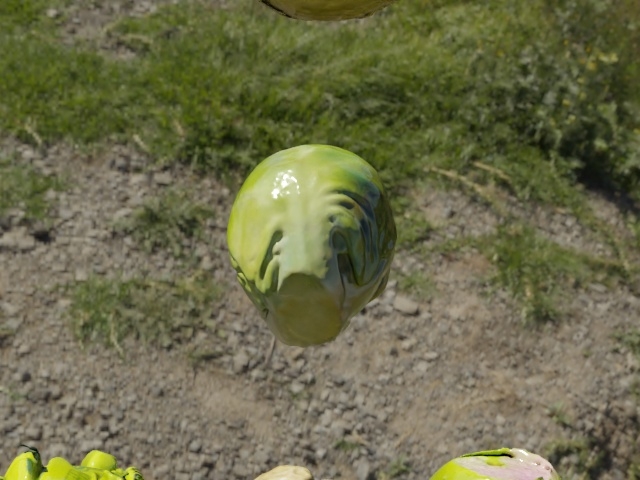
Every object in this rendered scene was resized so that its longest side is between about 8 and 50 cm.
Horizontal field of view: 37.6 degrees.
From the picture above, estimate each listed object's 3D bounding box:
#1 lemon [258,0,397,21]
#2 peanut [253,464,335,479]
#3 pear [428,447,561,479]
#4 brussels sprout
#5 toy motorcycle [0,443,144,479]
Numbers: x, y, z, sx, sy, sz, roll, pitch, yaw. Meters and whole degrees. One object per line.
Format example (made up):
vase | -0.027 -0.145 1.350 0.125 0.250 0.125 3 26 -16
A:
lemon | 0.008 -0.463 1.170 0.349 0.387 0.350 -12 47 13
peanut | -0.054 0.360 1.149 0.233 0.196 0.110 41 9 -47
pear | 0.165 0.322 0.919 0.187 0.220 0.187 3 7 0
brussels sprout | 0.000 0.000 1.556 0.344 0.268 0.344 33 44 -39
toy motorcycle | -0.264 0.306 1.026 0.206 0.342 0.142 20 77 -2
